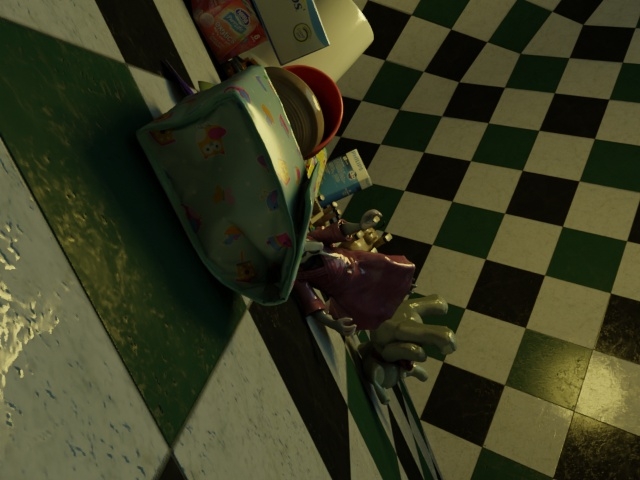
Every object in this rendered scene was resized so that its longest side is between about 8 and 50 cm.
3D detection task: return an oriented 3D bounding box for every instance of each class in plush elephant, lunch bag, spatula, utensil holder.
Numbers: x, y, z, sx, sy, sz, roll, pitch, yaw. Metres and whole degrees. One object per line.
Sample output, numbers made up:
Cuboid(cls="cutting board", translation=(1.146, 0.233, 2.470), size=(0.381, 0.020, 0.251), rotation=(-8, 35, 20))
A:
Cuboid(cls="plush elephant", translation=(0.219, 0.324, 1.586), size=(0.272, 0.330, 0.255), rotation=(-95, -177, -69))
Cuboid(cls="lunch bag", translation=(-0.087, -0.070, 0.712), size=(0.223, 0.160, 0.262), rotation=(-84, 150, -66))
Cuboid(cls="spatula", translation=(-0.181, -0.157, 0.865), size=(0.084, 0.030, 0.296), rotation=(64, 4, -69))
Cuboid(cls="utensil holder", translation=(-0.053, -0.675, 1.945), size=(0.327, 0.385, 0.327), rotation=(43, 2, -2))

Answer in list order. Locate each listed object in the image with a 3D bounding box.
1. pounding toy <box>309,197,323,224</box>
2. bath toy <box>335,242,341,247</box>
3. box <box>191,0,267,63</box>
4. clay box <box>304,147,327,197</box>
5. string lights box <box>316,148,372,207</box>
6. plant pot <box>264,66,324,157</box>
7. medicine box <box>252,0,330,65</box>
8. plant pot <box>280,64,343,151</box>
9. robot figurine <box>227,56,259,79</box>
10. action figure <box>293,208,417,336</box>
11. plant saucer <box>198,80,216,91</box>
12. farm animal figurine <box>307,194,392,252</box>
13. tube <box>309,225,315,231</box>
Cuboid(cls="pounding toy", translation=(-0.076, -0.098, 1.375), size=(0.141, 0.100, 0.130), rotation=(63, 20, -7))
Cuboid(cls="bath toy", translation=(0.100, 0.133, 1.816), size=(0.348, 0.152, 0.129), rotation=(-113, -142, -49))
Cuboid(cls="box", translation=(-0.258, -0.637, 1.522), size=(0.300, 0.154, 0.142), rotation=(-109, 172, -47))
Cuboid(cls="clay box", translation=(-0.034, -0.255, 1.964), size=(0.127, 0.053, 0.222), rotation=(59, 41, -59))
Cuboid(cls="string lights box", translation=(0.045, -0.219, 2.045), size=(0.077, 0.260, 0.133), rotation=(54, 14, -65))
Cuboid(cls="plant pot", translation=(-0.119, -0.285, 1.328), size=(0.110, 0.237, 0.237), rotation=(-46, 120, -39))
Cuboid(cls="medicine box", translation=(-0.100, -0.646, 1.505), size=(0.289, 0.149, 0.263), rotation=(-101, 168, -64))
Cuboid(cls="plant pot", translation=(-0.070, -0.370, 1.719), size=(0.243, 0.275, 0.274), rotation=(103, -37, -83))
Cuboid(cls="robot figurine", translation=(-0.156, -0.367, 1.499), size=(0.291, 0.085, 0.211), rotation=(59, -7, -6))
Cuboid(cls="action figure", translation=(0.032, 0.053, 1.181), size=(0.370, 0.248, 0.276), rotation=(29, -5, -40))
Cuboid(cls="plant saucer", translation=(-0.156, -0.178, 0.997), size=(0.241, 0.037, 0.240), rotation=(159, -90, -89))
Cuboid(cls="farm animal figurine", translation=(0.067, 0.019, 1.672), size=(0.327, 0.172, 0.330), rotation=(-17, 80, -43))
Cuboid(cls="tube", translation=(0.000, 0.000, 1.833), size=(0.080, 0.052, 0.207), rotation=(67, -2, -50))
